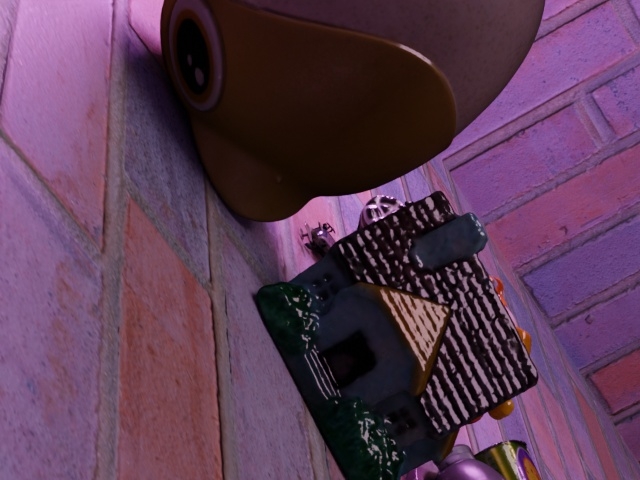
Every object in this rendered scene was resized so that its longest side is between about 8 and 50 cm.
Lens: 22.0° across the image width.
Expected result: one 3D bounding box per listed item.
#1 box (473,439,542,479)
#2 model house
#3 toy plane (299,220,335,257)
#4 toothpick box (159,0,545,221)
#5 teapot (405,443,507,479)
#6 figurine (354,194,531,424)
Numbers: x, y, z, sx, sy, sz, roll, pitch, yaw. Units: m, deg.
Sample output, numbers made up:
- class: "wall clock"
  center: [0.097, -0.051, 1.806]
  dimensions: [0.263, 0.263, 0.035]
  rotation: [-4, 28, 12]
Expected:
- class: "box"
  center: [0.319, 0.455, 2.319]
  dimensions: [0.134, 0.097, 0.346]
  rotation: [32, 31, -63]
- class: "model house"
  center: [0.111, 0.112, 1.884]
  dimensions: [0.280, 0.248, 0.230]
  rotation: [62, 13, 5]
- class: "toy plane"
  center: [0.000, 0.000, 2.216]
  dimensions: [0.121, 0.031, 0.049]
  rotation: [46, 27, -60]
- class: "toothpick box"
  center: [0.016, -0.264, 1.960]
  dimensions: [0.409, 0.425, 0.409]
  rotation: [38, 24, -20]
- class: "teapot"
  center: [0.170, 0.327, 2.043]
  dimensions: [0.146, 0.148, 0.116]
  rotation: [56, -29, 36]
- class: "figurine"
  center: [0.158, 0.113, 2.223]
  dimensions: [0.320, 0.196, 0.323]
  rotation: [32, 25, -56]
